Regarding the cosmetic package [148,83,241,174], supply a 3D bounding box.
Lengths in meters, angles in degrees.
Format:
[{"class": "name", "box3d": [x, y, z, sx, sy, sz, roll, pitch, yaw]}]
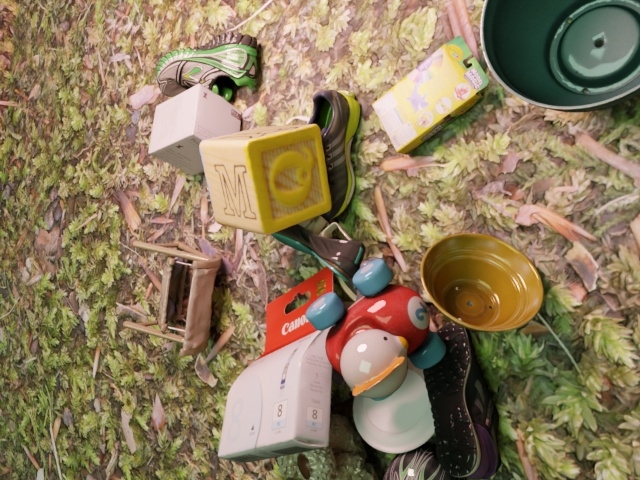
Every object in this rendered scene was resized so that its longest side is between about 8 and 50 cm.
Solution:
[{"class": "cosmetic package", "box3d": [-0.330, -0.287, 1.355, 0.183, 0.151, 0.152, -12, 66, 36]}]

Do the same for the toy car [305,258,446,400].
[{"class": "toy car", "box3d": [0.108, 0.186, 0.882, 0.210, 0.238, 0.219, -36, 100, 5]}]

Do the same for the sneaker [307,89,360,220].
[{"class": "sneaker", "box3d": [0.008, -0.195, 1.149, 0.111, 0.121, 0.300, 5, 93, 36]}]

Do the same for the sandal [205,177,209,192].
[{"class": "sandal", "box3d": [-0.204, -0.146, 1.323, 0.302, 0.086, 0.120, 2, 91, 36]}]

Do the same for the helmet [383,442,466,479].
[{"class": "helmet", "box3d": [0.197, 0.487, 0.990, 0.169, 0.161, 0.169, 0, 91, 36]}]

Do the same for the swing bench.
[{"class": "swing bench", "box3d": [-0.388, 0.148, 1.416, 0.254, 0.165, 0.253, 15, 98, 29]}]

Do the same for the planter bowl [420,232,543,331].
[{"class": "planter bowl", "box3d": [0.285, 0.096, 0.943, 0.217, 0.217, 0.090, 41, 149, 28]}]

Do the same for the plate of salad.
[{"class": "plate of salad", "box3d": [0.161, 0.337, 1.053, 0.199, 0.048, 0.200, -18, 47, 20]}]

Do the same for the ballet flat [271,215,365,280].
[{"class": "ballet flat", "box3d": [0.000, 0.000, 1.116, 0.280, 0.095, 0.096, 28, 82, 46]}]

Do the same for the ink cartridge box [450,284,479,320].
[{"class": "ink cartridge box", "box3d": [0.274, 0.124, 1.016, 0.083, 0.028, 0.048, 39, 112, 29]}]

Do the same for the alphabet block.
[{"class": "alphabet block", "box3d": [-0.118, -0.138, 1.097, 0.197, 0.192, 0.194, 13, 120, 50]}]

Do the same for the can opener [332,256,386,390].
[{"class": "can opener", "box3d": [0.070, 0.171, 1.045, 0.095, 0.076, 0.284, 9, 102, 17]}]

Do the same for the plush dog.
[{"class": "plush dog", "box3d": [0.047, 0.496, 1.115, 0.225, 0.210, 0.262, 60, 152, 4]}]

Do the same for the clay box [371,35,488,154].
[{"class": "clay box", "box3d": [0.224, -0.290, 1.036, 0.222, 0.053, 0.127, -34, 71, 30]}]

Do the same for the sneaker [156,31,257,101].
[{"class": "sneaker", "box3d": [-0.316, -0.440, 1.375, 0.343, 0.134, 0.146, -5, 88, 35]}]

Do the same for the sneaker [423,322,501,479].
[{"class": "sneaker", "box3d": [0.278, 0.303, 0.980, 0.107, 0.124, 0.283, -26, 50, 42]}]

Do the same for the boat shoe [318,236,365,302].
[{"class": "boat shoe", "box3d": [0.082, 0.074, 1.122, 0.223, 0.080, 0.073, 43, 120, 33]}]

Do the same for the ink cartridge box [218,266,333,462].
[{"class": "ink cartridge box", "box3d": [-0.093, 0.260, 1.109, 0.308, 0.091, 0.385, -36, 42, 46]}]

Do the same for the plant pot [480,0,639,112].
[{"class": "plant pot", "box3d": [0.426, -0.332, 0.802, 0.293, 0.196, 0.293, 0, 89, 35]}]
